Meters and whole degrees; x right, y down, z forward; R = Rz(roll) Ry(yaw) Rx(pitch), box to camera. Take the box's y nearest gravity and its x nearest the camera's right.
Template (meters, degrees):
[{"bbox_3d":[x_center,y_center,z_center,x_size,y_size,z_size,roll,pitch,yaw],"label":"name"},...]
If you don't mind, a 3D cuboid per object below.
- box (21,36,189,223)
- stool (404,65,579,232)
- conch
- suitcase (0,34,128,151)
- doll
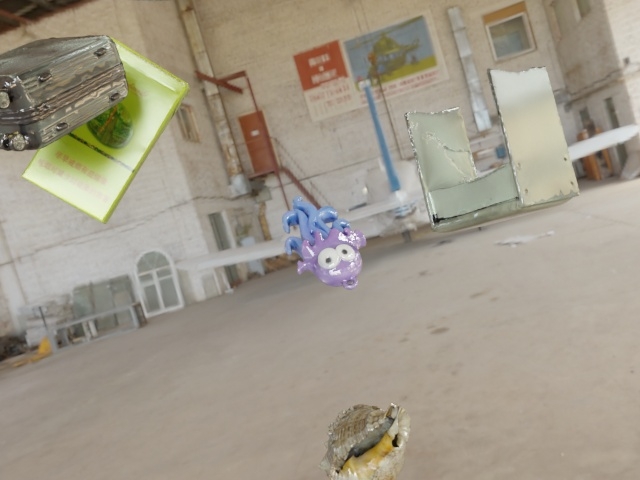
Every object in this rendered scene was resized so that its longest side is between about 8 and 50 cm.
[{"bbox_3d":[-0.432,-0.223,1.278,0.335,0.187,0.047,-60,5,-5],"label":"box"},{"bbox_3d":[0.331,-0.170,1.243,0.170,0.270,0.243,-12,-4,-33],"label":"stool"},{"bbox_3d":[0.091,0.388,1.199,0.178,0.163,0.245,-33,-23,-42],"label":"conch"},{"bbox_3d":[-0.488,-0.252,1.069,0.202,0.128,0.312,4,33,20],"label":"suitcase"},{"bbox_3d":[0.000,0.000,0.905,0.110,0.067,0.206,-25,47,-13],"label":"doll"}]
